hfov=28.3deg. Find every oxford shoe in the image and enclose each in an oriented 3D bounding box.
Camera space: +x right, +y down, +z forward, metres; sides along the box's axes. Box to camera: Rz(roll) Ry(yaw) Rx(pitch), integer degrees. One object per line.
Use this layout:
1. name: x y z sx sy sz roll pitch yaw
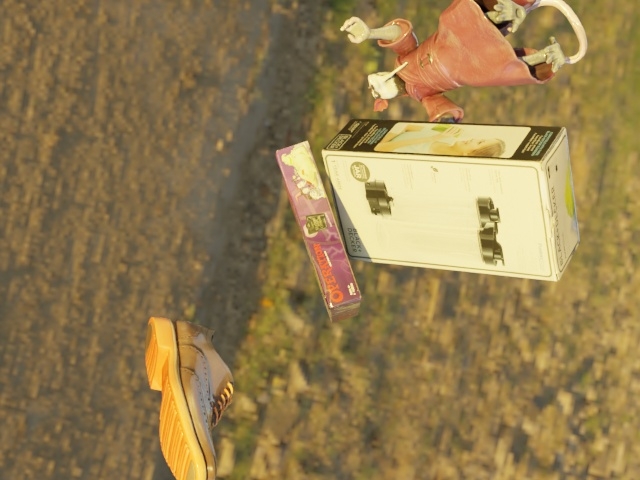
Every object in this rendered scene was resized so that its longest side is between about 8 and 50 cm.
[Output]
1. oxford shoe: -0.197 0.256 2.072 0.364 0.133 0.130 -109 -151 -46

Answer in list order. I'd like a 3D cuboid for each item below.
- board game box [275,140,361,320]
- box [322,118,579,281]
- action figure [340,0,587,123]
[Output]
1. board game box: 0.000 0.000 1.696 0.347 0.056 0.208 80 -5 -83
2. box: 0.160 -0.053 1.551 0.087 0.290 0.169 -49 134 -45
3. action figure: 0.218 -0.323 2.165 0.276 0.370 0.248 -34 101 -42
